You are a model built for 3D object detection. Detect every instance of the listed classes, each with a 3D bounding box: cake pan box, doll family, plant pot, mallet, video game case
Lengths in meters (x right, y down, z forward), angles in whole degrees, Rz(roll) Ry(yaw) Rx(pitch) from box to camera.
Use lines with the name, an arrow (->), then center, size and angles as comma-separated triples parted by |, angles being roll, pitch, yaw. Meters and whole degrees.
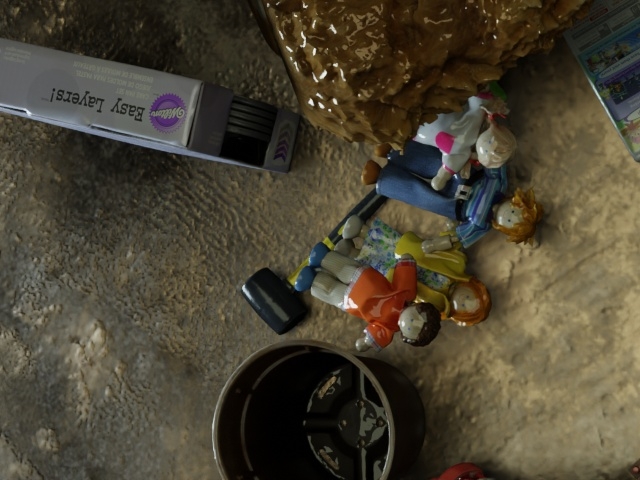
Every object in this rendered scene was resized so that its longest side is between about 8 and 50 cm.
cake pan box -> -0.174, -0.122, 1.558 | 0.267, 0.246, 0.070 | 13, 93, 21
doll family -> 0.107, -0.018, 1.518 | 0.163, 0.118, 0.263 | 26, 98, 24
plant pot -> 0.012, 0.170, 1.522 | 0.167, 0.165, 0.167 | -1, 87, 20
mallet -> 0.000, 0.000, 1.604 | 0.062, 0.039, 0.189 | 40, 97, 14
video game case -> 0.323, -0.203, 1.495 | 0.212, 0.023, 0.193 | -31, 78, 16

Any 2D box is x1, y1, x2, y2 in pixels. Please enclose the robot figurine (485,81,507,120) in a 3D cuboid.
robot figurine -> 0.116, -0.158, 1.546 | 0.101, 0.067, 0.115 | -46, 73, 20

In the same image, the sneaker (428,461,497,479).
sneaker -> 0.163, 0.245, 1.460 | 0.145, 0.090, 0.270 | 59, 137, 16

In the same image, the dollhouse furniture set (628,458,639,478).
dollhouse furniture set -> 0.373, 0.173, 1.407 | 0.184, 0.129, 0.129 | -45, 75, 14

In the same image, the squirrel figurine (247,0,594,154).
squirrel figurine -> 0.118, -0.273, 1.437 | 0.370, 0.281, 0.397 | -21, 53, -3
